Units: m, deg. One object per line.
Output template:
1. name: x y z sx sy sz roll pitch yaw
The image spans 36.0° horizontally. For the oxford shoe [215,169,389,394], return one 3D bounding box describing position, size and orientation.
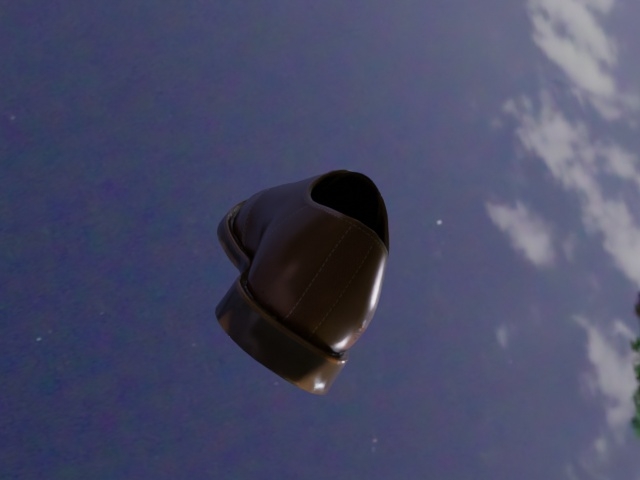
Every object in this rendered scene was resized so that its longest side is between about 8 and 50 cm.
1. oxford shoe: 0.000 0.000 0.456 0.076 0.076 0.212 33 -173 -12
